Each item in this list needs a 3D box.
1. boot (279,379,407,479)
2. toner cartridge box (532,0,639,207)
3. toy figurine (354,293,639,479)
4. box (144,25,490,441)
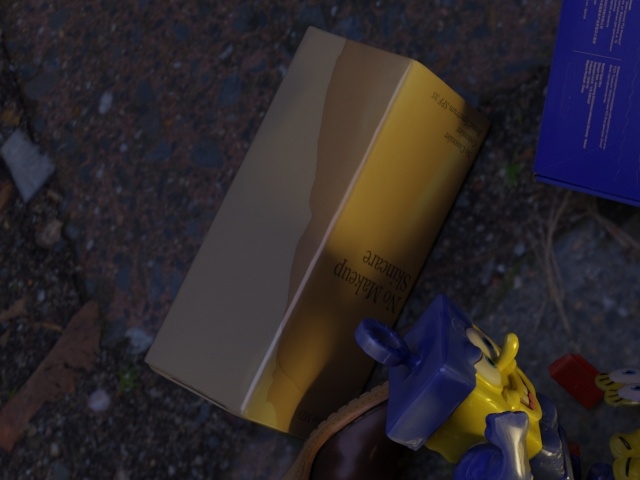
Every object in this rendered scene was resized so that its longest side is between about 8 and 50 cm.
[{"bbox_3d":[0.047,0.248,1.174,0.248,0.090,0.207,-45,66,10],"label":"boot"},{"bbox_3d":[0.269,-0.197,1.105,0.165,0.075,0.348,18,106,36],"label":"toner cartridge box"},{"bbox_3d":[0.089,0.147,0.977,0.191,0.217,0.362,-44,14,22],"label":"toy figurine"},{"bbox_3d":[0.000,0.000,1.247,0.121,0.148,0.311,23,87,37],"label":"box"}]
